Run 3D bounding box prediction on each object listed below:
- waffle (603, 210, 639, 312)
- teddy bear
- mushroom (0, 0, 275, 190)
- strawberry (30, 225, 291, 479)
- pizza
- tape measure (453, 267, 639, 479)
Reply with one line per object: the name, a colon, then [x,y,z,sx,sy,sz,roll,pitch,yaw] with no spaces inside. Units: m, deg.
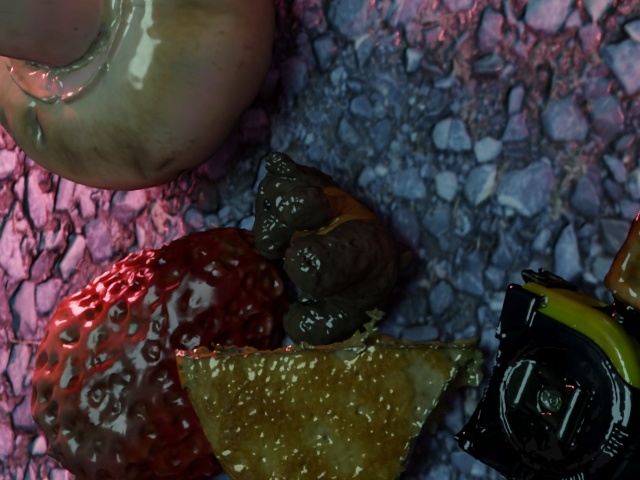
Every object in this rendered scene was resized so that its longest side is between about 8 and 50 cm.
waffle: [0.394,0.020,1.497,0.308,0.091,0.213,35,107,38]
teddy bear: [0.000,0.000,1.832,0.190,0.140,0.177,52,161,34]
mushroom: [-0.224,-0.245,1.966,0.353,0.353,0.325,13,62,42]
strawberry: [-0.181,0.116,1.964,0.336,0.149,0.265,-48,54,25]
pizza: [0.038,0.172,1.788,0.288,0.075,0.280,-26,99,14]
tape measure: [0.224,0.136,1.622,0.186,0.112,0.199,24,102,39]
